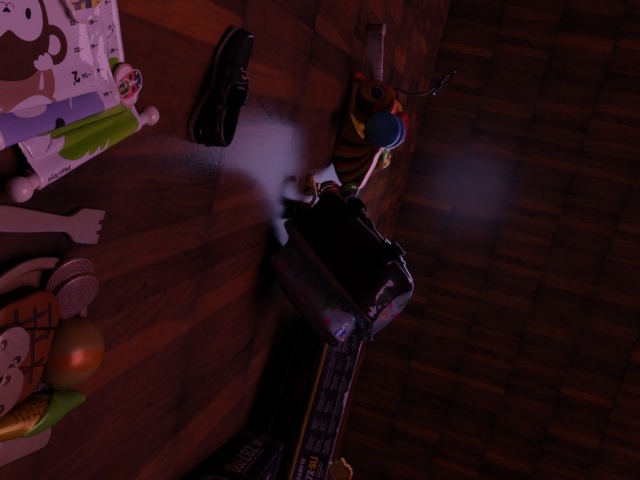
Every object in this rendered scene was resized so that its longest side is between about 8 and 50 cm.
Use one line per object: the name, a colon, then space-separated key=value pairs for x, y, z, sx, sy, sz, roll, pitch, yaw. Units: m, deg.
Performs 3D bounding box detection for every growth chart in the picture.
growth chart: x=-0.161 y=-0.139 z=0.312 sx=0.172 sy=0.021 sz=0.237 roll=-60 pitch=160 yaw=-47

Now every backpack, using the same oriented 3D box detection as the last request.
backpack: x=0.037 y=0.064 z=0.937 sx=0.191 sy=0.225 sz=0.253 roll=-40 pitch=164 yaw=-3

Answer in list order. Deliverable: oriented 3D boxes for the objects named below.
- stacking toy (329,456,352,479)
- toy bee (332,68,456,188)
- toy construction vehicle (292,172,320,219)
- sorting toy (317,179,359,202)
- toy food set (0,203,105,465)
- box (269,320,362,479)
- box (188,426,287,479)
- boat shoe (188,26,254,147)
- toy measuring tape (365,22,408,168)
stacking toy: x=-0.056 y=0.513 z=1.126 sx=0.167 sy=0.221 sz=0.052 roll=-3 pitch=78 yaw=-74
toy bee: x=0.108 y=-0.258 z=1.129 sx=0.298 sy=0.162 sz=0.195 roll=-48 pitch=172 yaw=-5
toy construction vehicle: x=-0.017 y=-0.067 z=0.991 sx=0.086 sy=0.035 sz=0.098 roll=-42 pitch=145 yaw=-68
sorting toy: x=0.036 y=-0.084 z=1.088 sx=0.061 sy=0.101 sz=0.042 roll=-49 pitch=-131 yaw=40
toy food set: x=-0.192 y=0.072 z=0.377 sx=0.132 sy=0.038 sz=0.192 roll=3 pitch=101 yaw=-77
box: x=-0.020 y=0.319 z=1.125 sx=0.257 sy=0.079 sz=0.322 roll=150 pitch=-42 yaw=-76
box: x=-0.175 y=0.535 z=0.869 sx=0.318 sy=0.097 sz=0.395 roll=26 pitch=79 yaw=-81
boat shoe: x=-0.090 y=-0.154 z=0.557 sx=0.049 sy=0.041 sz=0.133 roll=63 pitch=42 yaw=-69
toy measuring tape: x=0.140 y=-0.321 z=1.241 sx=0.121 sy=0.121 sz=0.330 roll=-58 pitch=149 yaw=-53
